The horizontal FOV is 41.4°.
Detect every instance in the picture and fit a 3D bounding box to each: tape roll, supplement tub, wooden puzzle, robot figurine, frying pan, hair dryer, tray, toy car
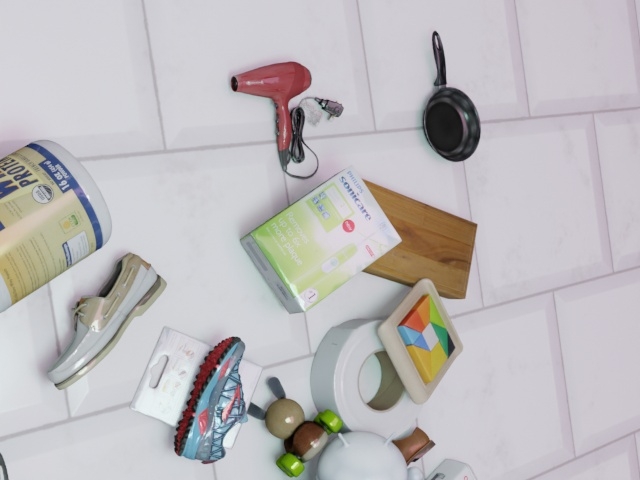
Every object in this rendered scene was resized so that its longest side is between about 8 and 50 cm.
[{"bbox_3d":[0.117,0.325,2.001,0.286,0.100,0.286,2,87,-34],"label":"tape roll"},{"bbox_3d":[-0.553,-0.012,1.478,0.316,0.228,0.228,-38,108,-30],"label":"supplement tub"},{"bbox_3d":[0.248,0.235,2.011,0.238,0.044,0.221,-40,108,-45],"label":"wooden puzzle"},{"bbox_3d":[0.084,0.569,1.864,0.300,0.200,0.353,-5,115,-23],"label":"robot figurine"},{"bbox_3d":[0.306,-0.353,2.197,0.197,0.053,0.326,-42,108,-29],"label":"frying pan"},{"bbox_3d":[-0.077,-0.294,1.912,0.293,0.080,0.224,34,70,-28],"label":"hair dryer"},{"bbox_3d":[0.209,0.001,2.098,0.411,0.076,0.203,18,77,-33],"label":"tray"},{"bbox_3d":[-0.075,0.400,1.869,0.188,0.149,0.155,43,71,3],"label":"toy car"}]

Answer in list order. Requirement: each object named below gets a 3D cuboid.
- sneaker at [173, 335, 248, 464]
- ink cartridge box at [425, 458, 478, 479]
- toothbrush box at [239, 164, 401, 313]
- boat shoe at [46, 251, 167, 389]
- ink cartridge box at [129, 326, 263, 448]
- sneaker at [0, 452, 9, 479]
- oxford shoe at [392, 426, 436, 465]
[{"bbox_3d":[-0.201,0.326,1.733,0.125,0.104,0.262,26,81,-23],"label":"sneaker"},{"bbox_3d":[0.307,0.677,2.117,0.218,0.092,0.159,-35,107,-29],"label":"ink cartridge box"},{"bbox_3d":[0.000,0.000,1.872,0.283,0.122,0.206,-35,94,-20],"label":"toothbrush box"},{"bbox_3d":[-0.429,0.150,1.634,0.103,0.113,0.302,51,51,-20],"label":"boat shoe"},{"bbox_3d":[-0.259,0.310,1.785,0.232,0.066,0.189,24,73,-9],"label":"ink cartridge box"},{"bbox_3d":[-0.633,0.511,1.473,0.162,0.106,0.281,4,86,-31],"label":"sneaker"},{"bbox_3d":[0.181,0.533,2.064,0.212,0.076,0.076,-33,76,-29],"label":"oxford shoe"}]
